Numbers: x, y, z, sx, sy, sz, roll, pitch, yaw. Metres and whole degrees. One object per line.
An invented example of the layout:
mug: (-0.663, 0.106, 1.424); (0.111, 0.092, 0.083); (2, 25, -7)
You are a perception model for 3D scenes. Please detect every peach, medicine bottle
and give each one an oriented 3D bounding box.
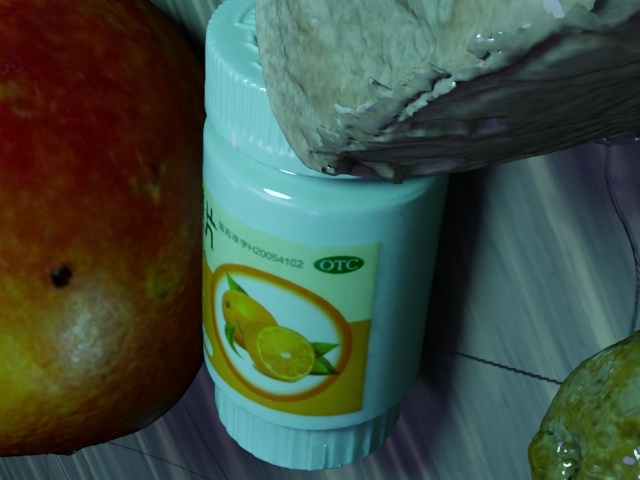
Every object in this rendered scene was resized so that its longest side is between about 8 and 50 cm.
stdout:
peach: (-0.230, -0.015, 0.988); (0.388, 0.388, 0.388); (35, 139, 38)
medicine bottle: (0.000, 0.000, 0.852); (0.158, 0.158, 0.318); (39, 141, 35)

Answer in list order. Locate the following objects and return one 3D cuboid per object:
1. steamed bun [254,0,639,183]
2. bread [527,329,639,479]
steamed bun: (0.102, -0.147, 0.515); (0.301, 0.251, 0.199); (-27, 76, 64)
bread: (0.209, 0.158, 0.698); (0.230, 0.123, 0.230); (32, 137, 36)
